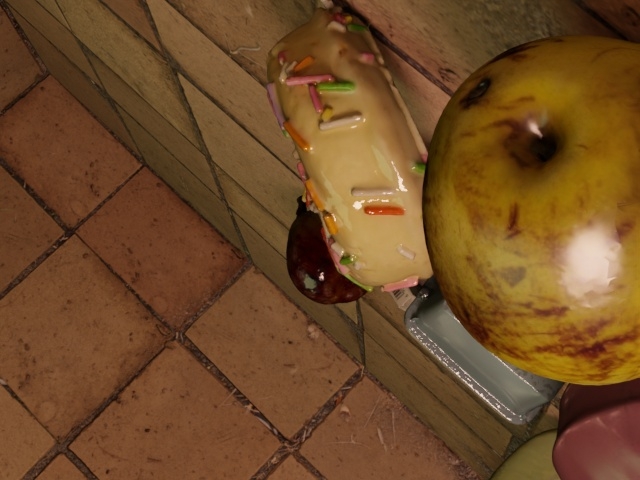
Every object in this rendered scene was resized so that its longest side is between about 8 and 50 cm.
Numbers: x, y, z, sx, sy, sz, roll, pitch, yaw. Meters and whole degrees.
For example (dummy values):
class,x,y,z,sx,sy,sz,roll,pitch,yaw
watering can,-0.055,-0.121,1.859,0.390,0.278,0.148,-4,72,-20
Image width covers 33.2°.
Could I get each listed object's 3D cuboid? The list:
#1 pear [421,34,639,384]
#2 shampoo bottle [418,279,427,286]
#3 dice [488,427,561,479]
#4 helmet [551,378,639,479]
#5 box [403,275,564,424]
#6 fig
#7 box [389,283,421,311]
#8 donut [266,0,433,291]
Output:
class,x,y,z,sx,sy,sz,roll,pitch,yaw
pear,0.203,-0.026,0.848,0.283,0.283,0.283,43,169,11
shampoo bottle,0.130,-0.016,1.608,0.303,0.092,0.092,45,169,-3
dice,0.446,0.504,1.914,0.254,0.252,0.250,38,166,40
helmet,0.397,0.260,1.172,0.338,0.197,0.271,49,143,16
box,0.239,0.115,1.402,0.227,0.162,0.130,42,158,-1
fig,0.001,-0.002,2.044,0.274,0.170,0.146,-117,34,-43
box,0.118,0.033,1.689,0.139,0.035,0.245,29,-158,-47
donut,0.048,-0.085,1.337,0.371,0.150,0.307,70,176,-62
